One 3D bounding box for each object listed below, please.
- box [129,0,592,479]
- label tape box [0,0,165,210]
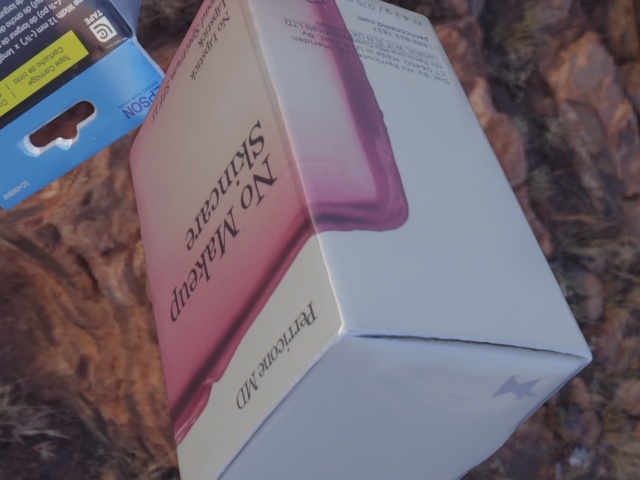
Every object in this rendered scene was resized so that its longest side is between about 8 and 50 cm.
[{"bbox_3d":[0.000,0.000,0.490,0.127,0.148,0.232,10,44,-30],"label":"box"},{"bbox_3d":[-0.312,-0.236,0.963,0.347,0.249,0.115,53,27,-18],"label":"label tape box"}]
